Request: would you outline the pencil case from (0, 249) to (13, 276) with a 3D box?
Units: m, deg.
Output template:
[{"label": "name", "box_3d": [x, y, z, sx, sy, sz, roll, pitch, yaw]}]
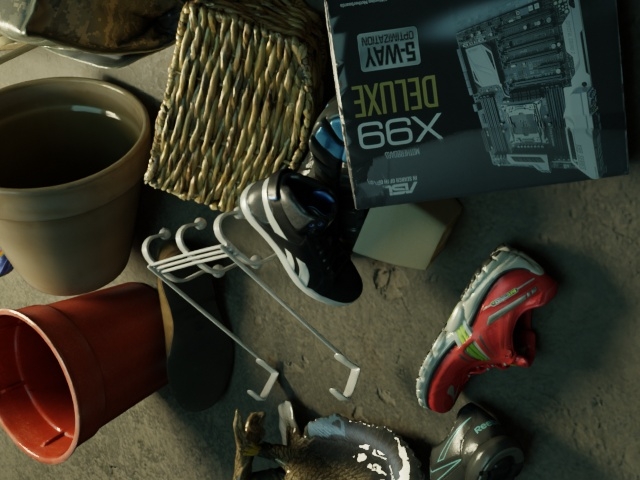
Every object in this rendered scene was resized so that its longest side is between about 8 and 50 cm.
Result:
[{"label": "pencil case", "box_3d": [-0.590, -0.035, 1.829, 0.306, 0.119, 0.133, -39, 57, 42]}]

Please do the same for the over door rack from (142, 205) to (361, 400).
[{"label": "over door rack", "box_3d": [-0.096, 0.093, 1.439, 0.240, 0.108, 0.324, -13, 118, 53]}]

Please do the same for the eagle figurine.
[{"label": "eagle figurine", "box_3d": [0.007, 0.375, 1.455, 0.299, 0.226, 0.225, 14, 79, 8]}]

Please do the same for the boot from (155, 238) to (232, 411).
[{"label": "boot", "box_3d": [-0.222, 0.142, 1.623, 0.115, 0.112, 0.305, -141, 43, -60]}]

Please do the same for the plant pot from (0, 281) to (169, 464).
[{"label": "plant pot", "box_3d": [-0.398, 0.203, 1.658, 0.273, 0.265, 0.272, 16, 116, 36]}]

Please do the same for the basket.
[{"label": "basket", "box_3d": [-0.102, -0.213, 1.376, 0.214, 0.223, 0.299, 18, 122, -3]}]

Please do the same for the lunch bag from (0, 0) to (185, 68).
[{"label": "lunch bag", "box_3d": [-0.366, -0.353, 1.419, 0.235, 0.287, 0.168, 22, 101, 37]}]

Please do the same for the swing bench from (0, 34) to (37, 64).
[{"label": "swing bench", "box_3d": [-0.611, -0.428, 1.637, 0.255, 0.165, 0.253, 16, 132, 48]}]

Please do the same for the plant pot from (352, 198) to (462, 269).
[{"label": "plant pot", "box_3d": [0.121, -0.024, 1.254, 0.096, 0.109, 0.109, 31, 124, 12]}]

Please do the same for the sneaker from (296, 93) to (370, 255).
[{"label": "sneaker", "box_3d": [0.035, -0.092, 1.298, 0.125, 0.139, 0.340, 29, 145, 0]}]

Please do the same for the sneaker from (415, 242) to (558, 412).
[{"label": "sneaker", "box_3d": [0.213, 0.138, 1.236, 0.118, 0.107, 0.279, 34, 127, 15]}]

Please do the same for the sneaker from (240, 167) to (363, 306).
[{"label": "sneaker", "box_3d": [0.000, 0.000, 1.244, 0.217, 0.079, 0.121, 46, 146, -18]}]

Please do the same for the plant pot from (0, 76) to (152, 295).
[{"label": "plant pot", "box_3d": [-0.431, -0.069, 1.588, 0.323, 0.323, 0.280, 29, 138, 29]}]

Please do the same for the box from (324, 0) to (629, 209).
[{"label": "box", "box_3d": [0.173, -0.175, 1.068, 0.308, 0.076, 0.242, -7, 103, 7]}]

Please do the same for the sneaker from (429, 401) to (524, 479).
[{"label": "sneaker", "box_3d": [0.199, 0.341, 1.341, 0.106, 0.101, 0.267, 54, 136, 41]}]
